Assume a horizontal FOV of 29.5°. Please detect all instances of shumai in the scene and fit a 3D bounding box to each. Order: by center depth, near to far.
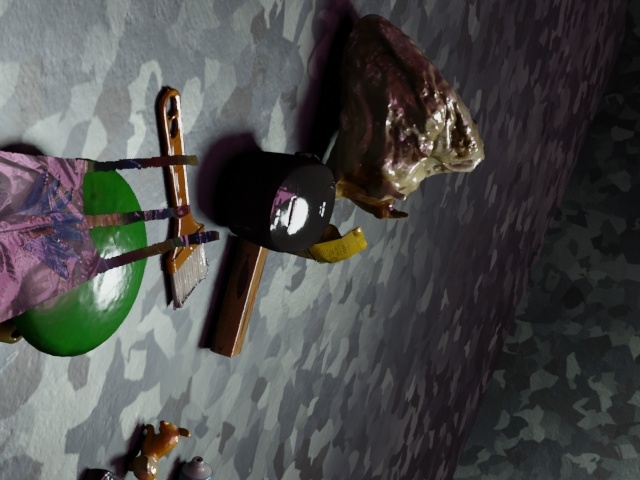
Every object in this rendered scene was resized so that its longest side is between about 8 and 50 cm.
[{"bbox_3d":[0.079,-0.174,1.924,0.262,0.267,0.314,-39,120,-8],"label":"shumai"}]

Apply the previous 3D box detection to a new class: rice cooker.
[{"bbox_3d":[-0.054,-0.057,1.697,0.203,0.118,0.142,-9,113,-66],"label":"rice cooker"}]

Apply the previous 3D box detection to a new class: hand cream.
[{"bbox_3d":[-0.197,0.415,1.798,0.083,0.048,0.224,-42,147,-59],"label":"hand cream"}]

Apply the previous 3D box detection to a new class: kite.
[{"bbox_3d":[-0.236,-0.031,1.198,0.310,0.015,0.169,-19,99,-40],"label":"kite"}]

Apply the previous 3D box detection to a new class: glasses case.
[{"bbox_3d":[-0.117,0.081,1.749,0.064,0.041,0.170,0,105,-80],"label":"glasses case"}]

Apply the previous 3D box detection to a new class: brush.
[{"bbox_3d":[-0.178,-0.055,1.535,0.090,0.017,0.314,-55,151,-46],"label":"brush"}]

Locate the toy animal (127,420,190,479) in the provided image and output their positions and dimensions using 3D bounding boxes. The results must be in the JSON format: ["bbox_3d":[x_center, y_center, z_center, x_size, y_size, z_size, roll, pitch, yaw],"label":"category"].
[{"bbox_3d":[-0.215,0.288,1.615,0.060,0.081,0.083,80,13,-53],"label":"toy animal"}]

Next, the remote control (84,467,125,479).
[{"bbox_3d":[-0.258,0.355,1.614,0.063,0.025,0.245,-66,158,-17],"label":"remote control"}]

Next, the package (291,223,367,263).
[{"bbox_3d":[0.000,0.000,1.861,0.071,0.131,0.047,70,36,-61],"label":"package"}]

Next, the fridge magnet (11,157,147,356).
[{"bbox_3d":[-0.257,0.017,1.260,0.208,0.088,0.208,-23,116,-58],"label":"fridge magnet"}]

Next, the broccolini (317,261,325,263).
[{"bbox_3d":[-0.010,-0.028,1.949,0.054,0.051,0.239,-23,152,-5],"label":"broccolini"}]

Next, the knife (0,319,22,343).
[{"bbox_3d":[-0.362,0.053,1.125,0.061,0.027,0.343,-57,160,1],"label":"knife"}]
